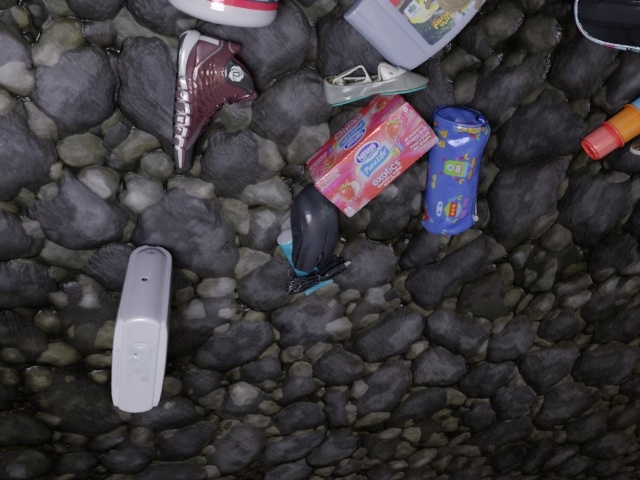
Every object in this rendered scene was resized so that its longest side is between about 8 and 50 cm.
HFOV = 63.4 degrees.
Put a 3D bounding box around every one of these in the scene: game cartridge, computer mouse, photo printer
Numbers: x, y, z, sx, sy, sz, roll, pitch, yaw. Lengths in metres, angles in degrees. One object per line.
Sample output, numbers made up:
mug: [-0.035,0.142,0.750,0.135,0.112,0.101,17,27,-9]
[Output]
game cartridge: [0.211,-0.483,1.000,0.196,0.060,0.294,32,111,-32]
computer mouse: [0.000,0.000,1.226,0.189,0.072,0.272,-22,124,-32]
photo printer: [-0.387,0.176,1.145,0.107,0.307,0.256,5,118,-16]

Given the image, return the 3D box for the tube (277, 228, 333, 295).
tube: [-0.040,0.059,1.304,0.080,0.052,0.207,-26,129,5]

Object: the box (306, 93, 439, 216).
box: [0.106,-0.193,1.119,0.257,0.128,0.123,-41,122,15]

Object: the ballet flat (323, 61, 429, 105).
ballet flat: [0.108,-0.323,1.045,0.213,0.072,0.068,-7,121,14]

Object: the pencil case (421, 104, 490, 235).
pencil case: [0.309,-0.153,1.191,0.133,0.119,0.306,9,126,17]

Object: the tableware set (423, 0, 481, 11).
tableware set: [0.251,-0.517,0.933,0.128,0.039,0.194,-9,131,-21]

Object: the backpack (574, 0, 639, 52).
backpack: [0.634,-0.483,0.992,0.254,0.191,0.225,17,129,24]

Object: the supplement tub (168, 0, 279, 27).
supplement tub: [-0.141,-0.501,0.827,0.191,0.191,0.272,6,121,-16]

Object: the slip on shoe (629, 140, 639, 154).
slip on shoe: [0.840,-0.226,1.305,0.135,0.051,0.041,-11,136,-12]

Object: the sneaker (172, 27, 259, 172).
sneaker: [-0.206,-0.260,1.026,0.163,0.106,0.281,3,121,-17]

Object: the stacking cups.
stacking cups: [0.775,-0.304,1.218,0.316,0.096,0.096,-38,122,17]
